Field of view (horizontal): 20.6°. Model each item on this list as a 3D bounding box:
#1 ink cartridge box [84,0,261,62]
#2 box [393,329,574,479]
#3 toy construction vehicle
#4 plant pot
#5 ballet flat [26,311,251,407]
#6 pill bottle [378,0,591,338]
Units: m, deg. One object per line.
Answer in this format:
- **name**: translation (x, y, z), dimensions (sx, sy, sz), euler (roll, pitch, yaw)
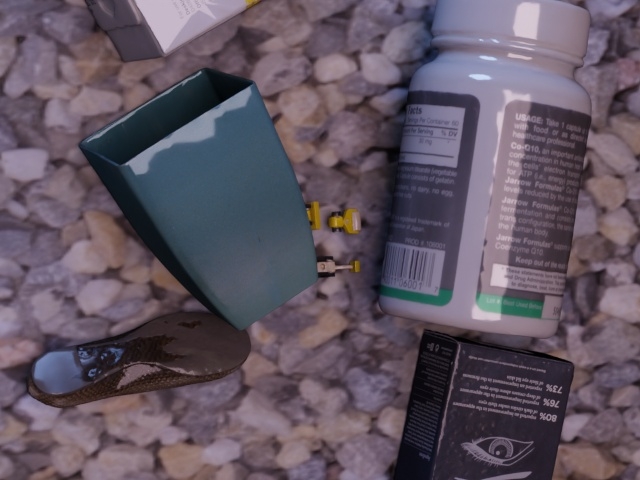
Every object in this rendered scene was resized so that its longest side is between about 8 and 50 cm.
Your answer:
- **ink cartridge box**: translation (-0.121, -0.334, 1.822), dimensions (0.270, 0.198, 0.197), euler (-33, 103, -14)
- **box**: translation (0.182, 0.219, 2.005), dimensions (0.153, 0.108, 0.207), euler (13, 90, -19)
- **toy construction vehicle**: translation (0.000, 0.000, 1.968), dimensions (0.098, 0.035, 0.085), euler (-4, 86, -33)
- **plant pot**: translation (-0.113, -0.035, 1.870), dimensions (0.165, 0.166, 0.234), euler (-33, 112, -14)
- **ballet flat**: translation (-0.196, 0.135, 1.908), dimensions (0.250, 0.058, 0.084), euler (-12, 62, -22)
- **pill bottle**: translation (0.187, -0.083, 1.936), dimensions (0.204, 0.204, 0.361), euler (9, 91, -19)
